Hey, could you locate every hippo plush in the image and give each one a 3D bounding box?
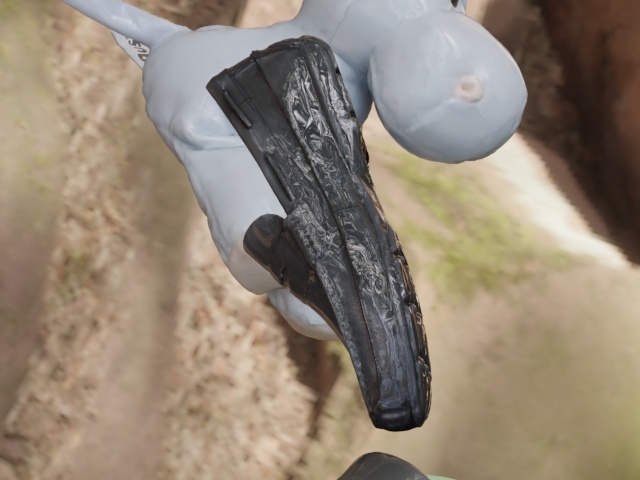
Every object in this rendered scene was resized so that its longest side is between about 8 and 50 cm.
[{"bbox_3d":[0.018,-0.101,1.343,0.236,0.294,0.234,-35,159,8],"label":"hippo plush"}]

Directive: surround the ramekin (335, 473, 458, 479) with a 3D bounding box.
[{"bbox_3d":[0.048,0.313,1.215,0.303,0.303,0.148,-47,150,-19],"label":"ramekin"}]

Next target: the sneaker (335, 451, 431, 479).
[{"bbox_3d":[0.007,0.252,1.047,0.145,0.090,0.270,-38,137,-35],"label":"sneaker"}]

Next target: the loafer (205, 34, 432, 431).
[{"bbox_3d":[0.000,0.000,1.008,0.078,0.223,0.076,-20,159,3],"label":"loafer"}]
